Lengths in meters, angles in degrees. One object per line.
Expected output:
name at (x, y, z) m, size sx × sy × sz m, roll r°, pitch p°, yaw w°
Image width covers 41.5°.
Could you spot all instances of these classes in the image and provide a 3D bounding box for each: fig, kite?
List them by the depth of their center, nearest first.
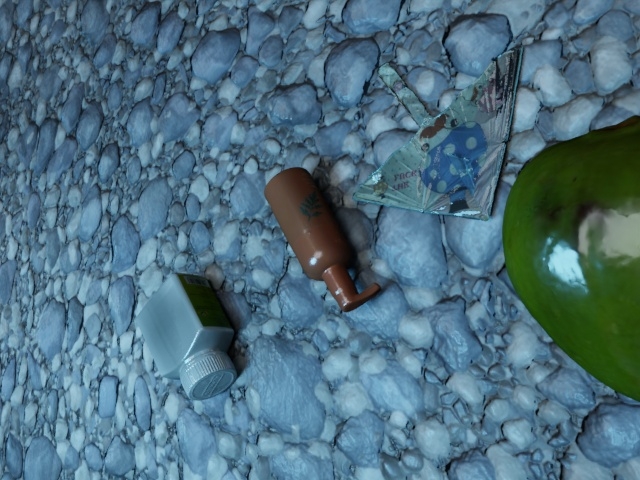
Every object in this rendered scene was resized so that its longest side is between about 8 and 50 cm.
fig at (0.344, 0.031, 0.861) m, size 0.316 × 0.316 × 0.316 m, roll -8°, pitch 76°, yaw 38°
kite at (0.166, -0.152, 1.207) m, size 0.335 × 0.011 × 0.314 m, roll -42°, pitch 57°, yaw 25°

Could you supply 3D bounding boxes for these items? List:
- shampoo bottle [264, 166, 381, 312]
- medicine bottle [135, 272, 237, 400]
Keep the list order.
shampoo bottle at (-0.002, 0.001, 1.272) m, size 0.085 × 0.085 × 0.244 m, roll -45°, pitch 59°, yaw 24°
medicine bottle at (-0.217, 0.165, 1.411) m, size 0.132 × 0.088 × 0.189 m, roll -47°, pitch 56°, yaw 23°
